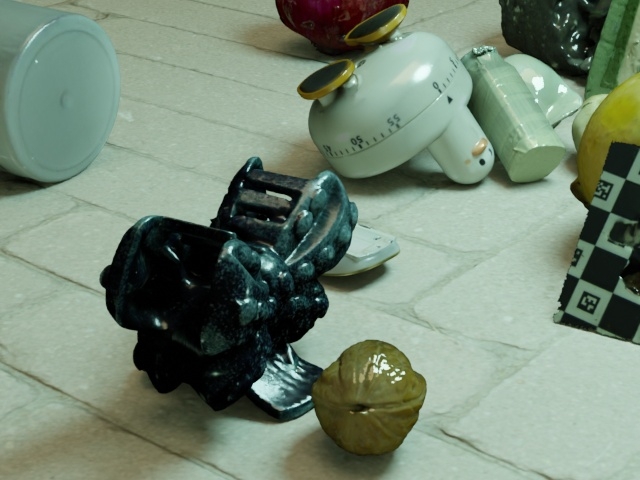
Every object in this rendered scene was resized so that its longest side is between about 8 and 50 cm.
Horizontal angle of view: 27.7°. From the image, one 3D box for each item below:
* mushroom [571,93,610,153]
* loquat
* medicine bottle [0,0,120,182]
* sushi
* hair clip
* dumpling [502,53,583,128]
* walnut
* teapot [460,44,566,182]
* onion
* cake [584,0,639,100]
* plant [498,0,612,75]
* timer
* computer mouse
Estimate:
[{"bbox_3d":[0.422,-0.153,1.783,0.154,0.122,0.154,8,28,-4],"label":"mushroom"},{"bbox_3d":[0.406,-0.086,1.518,0.244,0.243,0.244,-1,25,0],"label":"loquat"},{"bbox_3d":[-0.435,-0.214,1.797,0.232,0.237,0.238,16,30,28],"label":"medicine bottle"},{"bbox_3d":[0.370,0.012,1.386,0.193,0.210,0.040,15,-4,29],"label":"sushi"},{"bbox_3d":[-0.077,0.051,1.264,0.195,0.206,0.310,16,25,21],"label":"hair clip"},{"bbox_3d":[0.281,-0.196,1.906,0.151,0.124,0.229,-41,28,-1],"label":"dumpling"},{"bbox_3d":[0.045,0.142,1.183,0.105,0.105,0.124,2,10,5],"label":"walnut"},{"bbox_3d":[0.252,-0.168,1.801,0.077,0.107,0.200,-5,53,-29],"label":"teapot"},{"bbox_3d":[0.035,-0.420,2.288,0.247,0.190,0.246,7,5,-1],"label":"onion"},{"bbox_3d":[0.480,-0.308,1.949,0.172,0.283,0.158,-27,32,-14],"label":"cake"},{"bbox_3d":[0.446,-0.385,2.196,0.199,0.188,0.276,-21,32,-36],"label":"plant"},{"bbox_3d":[0.108,-0.169,1.781,0.234,0.240,0.233,-32,21,14],"label":"timer"},{"bbox_3d":[0.000,0.002,1.548,0.199,0.044,0.102,18,30,35],"label":"computer mouse"}]
